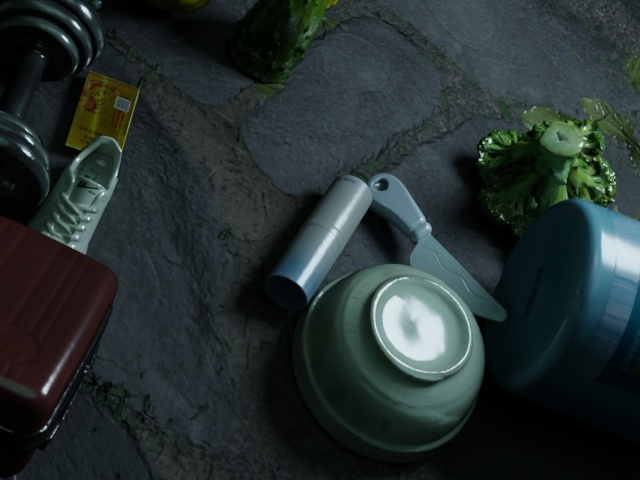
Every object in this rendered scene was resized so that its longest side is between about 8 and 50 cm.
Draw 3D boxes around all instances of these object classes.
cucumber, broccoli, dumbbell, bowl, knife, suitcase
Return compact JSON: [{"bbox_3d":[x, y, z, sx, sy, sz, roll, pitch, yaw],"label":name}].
[{"bbox_3d":[-0.051,-0.380,1.744,0.134,0.244,0.134,17,55,-26],"label":"cucumber"},{"bbox_3d":[0.400,-0.109,1.803,0.254,0.269,0.269,-16,66,-2],"label":"broccoli"},{"bbox_3d":[-0.432,-0.209,1.478,0.179,0.179,0.406,21,54,-15],"label":"dumbbell"},{"bbox_3d":[0.120,0.164,1.554,0.307,0.163,0.307,11,56,-17],"label":"bowl"},{"bbox_3d":[0.177,0.020,1.702,0.080,0.044,0.331,-31,67,-16],"label":"knife"},{"bbox_3d":[-0.395,0.119,1.259,0.236,0.161,0.297,26,32,-7],"label":"suitcase"}]

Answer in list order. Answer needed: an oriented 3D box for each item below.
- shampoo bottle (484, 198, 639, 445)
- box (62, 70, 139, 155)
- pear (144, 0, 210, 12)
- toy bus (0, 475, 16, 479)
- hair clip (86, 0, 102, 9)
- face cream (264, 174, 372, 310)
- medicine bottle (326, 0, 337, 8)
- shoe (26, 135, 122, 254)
[{"bbox_3d":[0.482,0.139,1.645,0.342,0.331,0.331,22,53,-12],"label":"shampoo bottle"},{"bbox_3d":[-0.340,-0.189,1.612,0.089,0.022,0.156,19,54,-18],"label":"box"},{"bbox_3d":[-0.243,-0.501,1.736,0.212,0.212,0.269,10,40,-22],"label":"pear"},{"bbox_3d":[-0.491,0.286,1.198,0.273,0.090,0.112,11,48,-23],"label":"toy bus"},{"bbox_3d":[-0.518,-0.391,1.596,0.358,0.095,0.110,-14,68,-31],"label":"hair clip"},{"bbox_3d":[0.000,0.000,1.637,0.077,0.077,0.250,37,51,-3],"label":"face cream"},{"bbox_3d":[-0.047,-0.578,1.970,0.111,0.076,0.309,-3,63,-36],"label":"medicine bottle"},{"bbox_3d":[-0.353,-0.041,1.460,0.095,0.110,0.265,26,50,-13],"label":"shoe"}]
